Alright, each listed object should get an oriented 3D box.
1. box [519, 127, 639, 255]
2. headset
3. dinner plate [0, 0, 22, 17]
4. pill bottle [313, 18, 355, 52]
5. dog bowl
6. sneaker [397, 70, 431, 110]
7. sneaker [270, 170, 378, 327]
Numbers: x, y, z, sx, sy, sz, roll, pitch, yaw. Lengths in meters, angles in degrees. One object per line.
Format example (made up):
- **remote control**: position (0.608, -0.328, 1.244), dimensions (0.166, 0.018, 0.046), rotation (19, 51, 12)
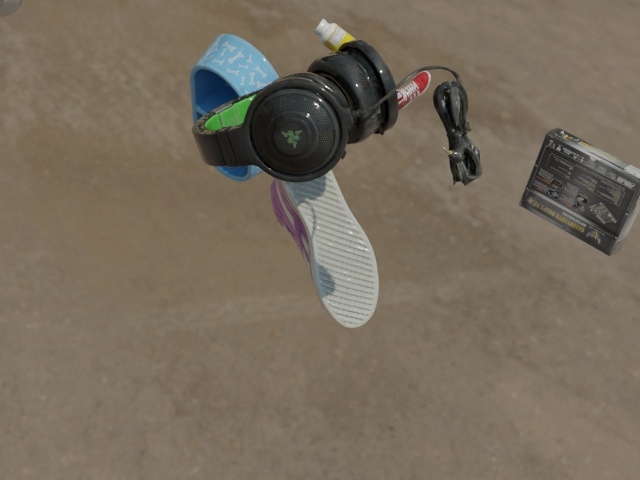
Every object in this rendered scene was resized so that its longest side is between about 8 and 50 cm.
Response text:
- **box**: position (0.548, -0.102, 2.129), dimensions (0.231, 0.183, 0.056), rotation (33, 36, 27)
- **headset**: position (0.019, -0.143, 1.319), dimensions (0.394, 0.185, 0.243), rotation (-3, 24, 40)
- **dinner plate**: position (-0.524, -0.377, 1.547), dimensions (0.141, 0.141, 0.017), rotation (12, 60, -21)
- **pill bottle**: position (0.029, -0.358, 1.828), dimensions (0.083, 0.043, 0.043), rotation (36, 27, -10)
- **dog bowl**: position (-0.147, -0.214, 1.747), dimensions (0.166, 0.297, 0.074), rotation (36, 60, 19)
- **sneaker**: position (0.197, -0.340, 2.328), dimensions (0.042, 0.118, 0.067), rotation (53, 27, 18)
- **sneaker**: position (0.001, -0.001, 1.593), dimensions (0.102, 0.282, 0.161), rotation (-18, 0, -18)
